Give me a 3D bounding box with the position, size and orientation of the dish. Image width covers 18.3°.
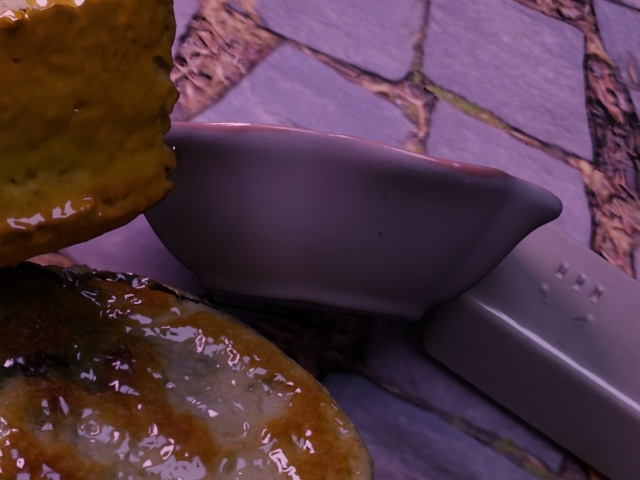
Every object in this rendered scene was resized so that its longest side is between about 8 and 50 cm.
[{"bbox_3d":[0.000,0.000,0.968,0.229,0.229,0.081,11,84,-21],"label":"dish"}]

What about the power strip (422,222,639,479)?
[{"bbox_3d":[0.199,0.100,1.037,0.338,0.058,0.098,34,39,6],"label":"power strip"}]

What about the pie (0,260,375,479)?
[{"bbox_3d":[-0.107,0.112,0.840,0.302,0.067,0.302,16,40,-14],"label":"pie"}]

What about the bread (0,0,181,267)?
[{"bbox_3d":[-0.202,-0.073,0.868,0.260,0.160,0.147,23,27,22],"label":"bread"}]
